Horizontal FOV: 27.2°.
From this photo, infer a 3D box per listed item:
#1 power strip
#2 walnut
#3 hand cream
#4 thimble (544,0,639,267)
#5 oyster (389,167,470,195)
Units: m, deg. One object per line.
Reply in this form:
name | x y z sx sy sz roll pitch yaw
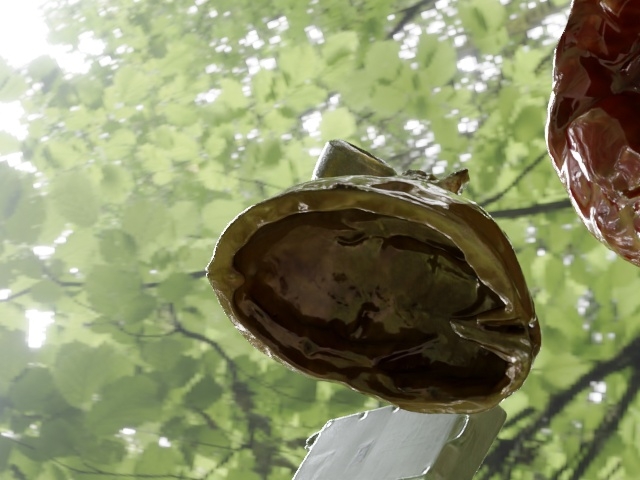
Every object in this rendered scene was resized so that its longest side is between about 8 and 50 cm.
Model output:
power strip | 0.063 0.209 1.261 0.046 0.270 0.118 46 -126 -17
walnut | 0.042 0.018 0.824 0.087 0.211 0.167 -60 -21 -46
hand cream | 0.000 0.000 1.345 0.084 0.084 0.203 25 -82 -28
thimble | 0.324 -0.116 0.872 0.231 0.350 0.350 14 -100 -22
oyster | 0.028 -0.005 1.092 0.072 0.209 0.133 44 -111 -26
